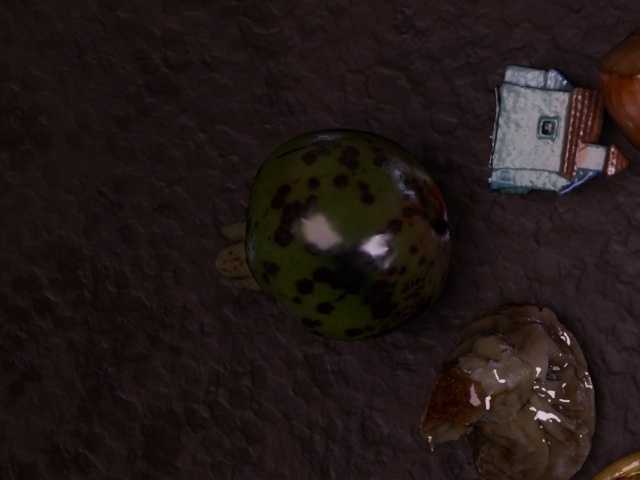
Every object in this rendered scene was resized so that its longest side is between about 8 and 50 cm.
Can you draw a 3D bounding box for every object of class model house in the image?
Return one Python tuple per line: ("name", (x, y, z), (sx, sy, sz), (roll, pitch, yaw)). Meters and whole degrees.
("model house", (0.262, -0.108, 1.901), (0.149, 0.119, 0.148), (11, 92, 17))

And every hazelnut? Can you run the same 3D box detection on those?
("hazelnut", (0.367, -0.159, 1.829), (0.150, 0.150, 0.150), (-1, 88, 27))

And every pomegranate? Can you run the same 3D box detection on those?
("pomegranate", (-0.005, -0.013, 1.961), (0.306, 0.242, 0.242), (10, 94, 32))

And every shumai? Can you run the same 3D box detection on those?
("shumai", (0.193, 0.171, 1.886), (0.166, 0.175, 0.206), (-16, 85, 26))

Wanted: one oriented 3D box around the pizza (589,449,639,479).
("pizza", (0.348, 0.288, 1.876), (0.175, 0.046, 0.134), (-42, 71, 20))
